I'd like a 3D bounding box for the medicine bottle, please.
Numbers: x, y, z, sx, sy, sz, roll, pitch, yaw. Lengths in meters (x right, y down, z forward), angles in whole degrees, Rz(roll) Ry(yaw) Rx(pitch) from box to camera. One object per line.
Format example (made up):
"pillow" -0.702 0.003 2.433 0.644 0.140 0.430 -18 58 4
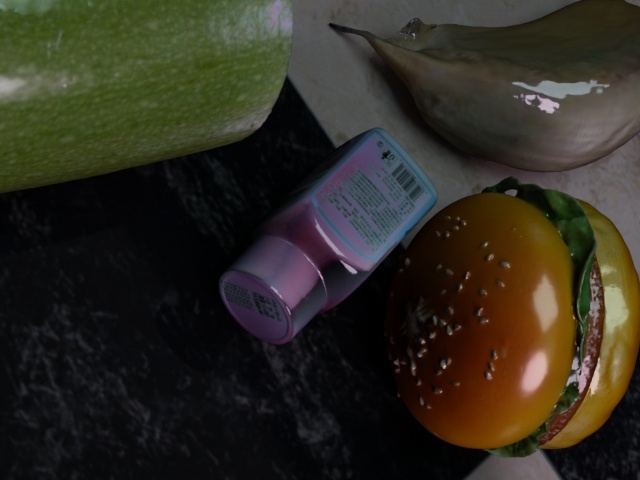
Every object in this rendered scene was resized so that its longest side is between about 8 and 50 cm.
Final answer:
"medicine bottle" 0.000 0.000 1.346 0.094 0.119 0.188 49 56 -7

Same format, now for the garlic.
"garlic" 0.193 -0.152 1.529 0.338 0.151 0.196 -12 54 -26

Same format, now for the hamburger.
"hamburger" 0.149 0.064 1.354 0.170 0.246 0.246 3 73 -29

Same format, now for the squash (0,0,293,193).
"squash" -0.241 -0.164 1.172 0.384 0.263 0.263 -14 82 -34
